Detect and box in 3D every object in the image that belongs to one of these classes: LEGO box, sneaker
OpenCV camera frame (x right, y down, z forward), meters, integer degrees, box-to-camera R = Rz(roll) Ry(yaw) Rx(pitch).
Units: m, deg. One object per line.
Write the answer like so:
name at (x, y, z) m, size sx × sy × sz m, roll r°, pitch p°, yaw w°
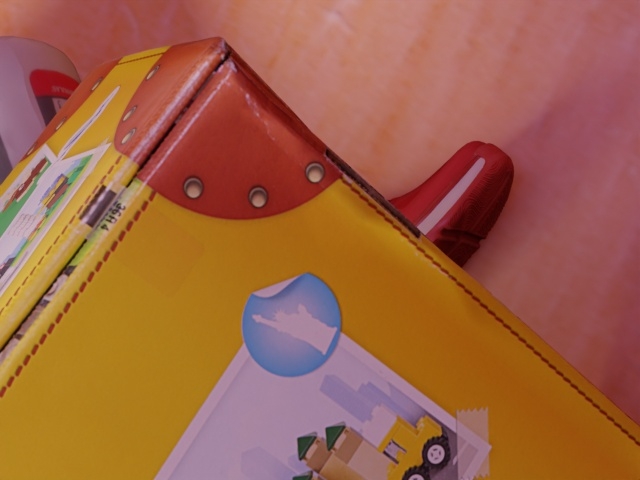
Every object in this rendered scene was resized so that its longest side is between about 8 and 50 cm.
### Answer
LEGO box at (-0.084, 0.227, 0.651) m, size 0.372 × 0.193 × 0.500 m, roll 41°, pitch 75°, yaw -20°
sneaker at (0.000, 0.000, 0.887) m, size 0.221 × 0.087 × 0.128 m, roll -46°, pitch 70°, yaw 8°

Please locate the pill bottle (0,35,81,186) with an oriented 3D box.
pill bottle at (-0.177, 0.057, 0.894) m, size 0.176 × 0.176 × 0.318 m, roll -26°, pitch 77°, yaw 16°
